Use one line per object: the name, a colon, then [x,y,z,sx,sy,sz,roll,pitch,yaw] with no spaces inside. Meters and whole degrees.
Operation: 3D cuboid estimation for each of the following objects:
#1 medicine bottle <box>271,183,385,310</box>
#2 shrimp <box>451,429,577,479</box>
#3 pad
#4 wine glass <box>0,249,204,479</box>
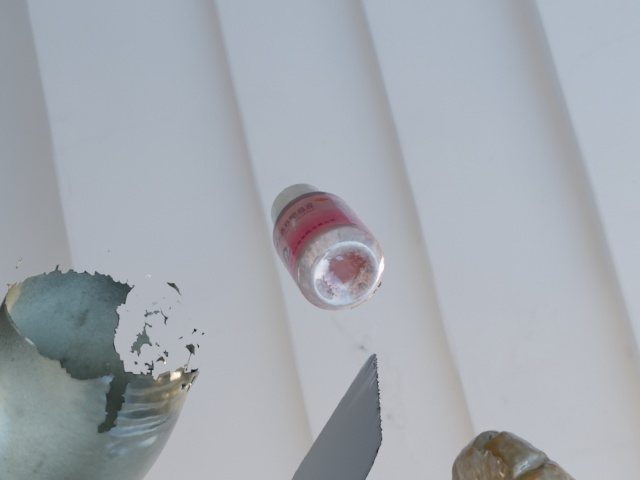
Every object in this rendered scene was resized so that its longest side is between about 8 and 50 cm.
medicine bottle: [0.000,0.000,1.622,0.147,0.147,0.247,-10,-153,-15]
shrimp: [0.270,0.388,1.068,0.109,0.446,0.221,-11,133,-30]
pad: [-0.012,0.268,0.858,0.055,0.323,0.250,12,-168,-1]
wine glass: [-0.241,0.201,0.957,0.190,0.190,0.357,0,119,-48]
